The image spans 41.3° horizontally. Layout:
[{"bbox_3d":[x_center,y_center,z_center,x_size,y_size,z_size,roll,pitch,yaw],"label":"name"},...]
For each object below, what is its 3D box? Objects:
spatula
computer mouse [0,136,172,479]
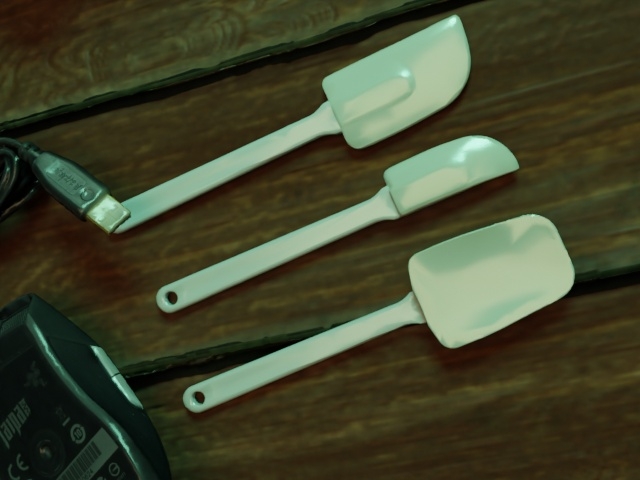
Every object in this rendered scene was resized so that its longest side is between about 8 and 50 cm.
[{"bbox_3d":[0.000,0.000,0.483,0.242,0.019,0.168,-24,87,13],"label":"spatula"},{"bbox_3d":[-0.145,0.063,0.504,0.262,0.060,0.184,42,105,21],"label":"computer mouse"}]
